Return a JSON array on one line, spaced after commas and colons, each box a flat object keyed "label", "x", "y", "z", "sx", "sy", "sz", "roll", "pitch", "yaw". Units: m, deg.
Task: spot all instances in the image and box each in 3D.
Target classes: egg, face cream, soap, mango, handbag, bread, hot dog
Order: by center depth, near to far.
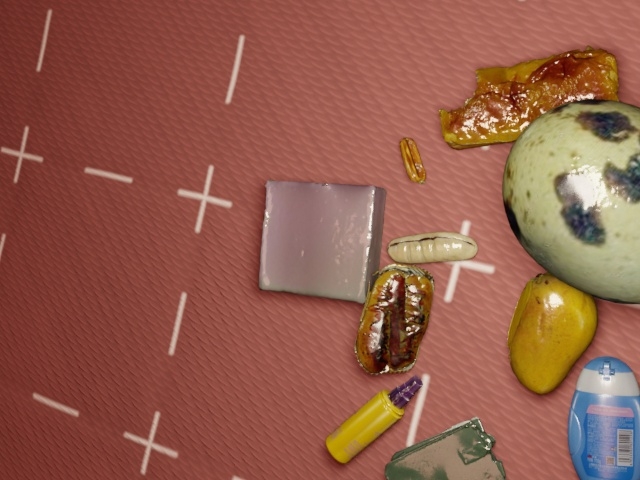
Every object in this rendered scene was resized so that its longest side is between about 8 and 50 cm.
[{"label": "egg", "x": 0.547, "y": -0.066, "z": 1.312, "sx": 0.345, "sy": 0.345, "sz": 0.428, "roll": -37, "pitch": 88, "yaw": 17}, {"label": "face cream", "x": 0.586, "y": 0.370, "z": 1.407, "sx": 0.149, "sy": 0.083, "sz": 0.264, "roll": 1, "pitch": 87, "yaw": 23}, {"label": "mango", "x": 0.480, "y": 0.193, "z": 1.444, "sx": 0.167, "sy": 0.130, "sz": 0.262, "roll": 24, "pitch": 102, "yaw": 18}, {"label": "bread", "x": 0.447, "y": -0.308, "z": 1.500, "sx": 0.380, "sy": 0.109, "sz": 0.185, "roll": -5, "pitch": 85, "yaw": 25}, {"label": "handbag", "x": 0.300, "y": 0.556, "z": 1.526, "sx": 0.260, "sy": 0.079, "sz": 0.248, "roll": -30, "pitch": 77, "yaw": 17}, {"label": "hot dog", "x": 0.174, "y": 0.184, "z": 1.579, "sx": 0.162, "sy": 0.082, "sz": 0.271, "roll": 13, "pitch": 94, "yaw": -13}, {"label": "bread", "x": 0.254, "y": 0.016, "z": 1.593, "sx": 0.214, "sy": 0.053, "sz": 0.073, "roll": -3, "pitch": 82, "yaw": 24}, {"label": "face cream", "x": 0.132, "y": 0.412, "z": 1.607, "sx": 0.273, "sy": 0.078, "sz": 0.078, "roll": -44, "pitch": 71, "yaw": 15}, {"label": "hot dog", "x": 0.216, "y": -0.190, "z": 1.629, "sx": 0.037, "sy": 0.049, "sz": 0.122, "roll": -38, "pitch": 63, "yaw": 56}, {"label": "soap", "x": 0.000, "y": 0.000, "z": 1.676, "sx": 0.296, "sy": 0.107, "sz": 0.286, "roll": 7, "pitch": 89, "yaw": 25}]
